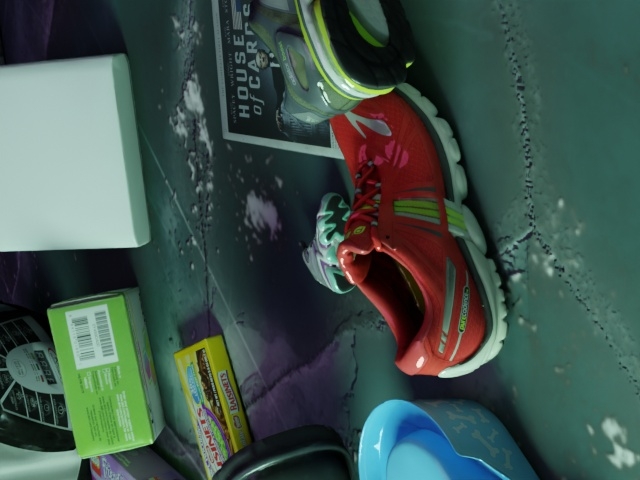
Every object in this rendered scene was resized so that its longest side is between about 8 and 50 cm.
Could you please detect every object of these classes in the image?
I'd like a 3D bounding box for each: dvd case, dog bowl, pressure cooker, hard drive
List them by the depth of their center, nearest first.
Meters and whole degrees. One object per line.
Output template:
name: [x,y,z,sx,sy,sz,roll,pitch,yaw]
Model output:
dog bowl: [0.140,0.258,1.119,0.297,0.074,0.166,57,143,28]
dvd case: [-0.033,-0.177,1.284,0.239,0.029,0.179,14,112,55]
hard drive: [-0.387,-0.103,1.674,0.353,0.047,0.233,-2,101,24]
pressure cooker: [-0.512,0.260,1.852,0.375,0.420,0.370,20,98,30]

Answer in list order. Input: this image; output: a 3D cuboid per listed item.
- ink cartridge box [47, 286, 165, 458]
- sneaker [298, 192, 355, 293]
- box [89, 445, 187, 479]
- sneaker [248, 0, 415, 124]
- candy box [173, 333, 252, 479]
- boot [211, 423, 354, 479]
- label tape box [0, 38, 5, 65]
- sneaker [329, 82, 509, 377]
ink cartridge box: [-0.259,0.155,1.707,0.255,0.097,0.189,-52,-49,-87]
sneaker: [0.000,0.000,1.282,0.069,0.038,0.098,13,111,55]
box: [-0.214,0.379,1.709,0.293,0.057,0.201,22,120,57]
sneaker: [-0.020,-0.233,1.125,0.121,0.111,0.300,-36,57,44]
candy box: [-0.117,0.219,1.552,0.105,0.027,0.206,-29,76,61]
boot: [0.044,0.432,1.226,0.367,0.146,0.445,91,155,-55]
label tape box: [-0.575,-0.171,1.939,0.106,0.240,0.333,7,107,55]
sneaker: [0.060,-0.018,1.105,0.107,0.118,0.279,-47,61,52]
